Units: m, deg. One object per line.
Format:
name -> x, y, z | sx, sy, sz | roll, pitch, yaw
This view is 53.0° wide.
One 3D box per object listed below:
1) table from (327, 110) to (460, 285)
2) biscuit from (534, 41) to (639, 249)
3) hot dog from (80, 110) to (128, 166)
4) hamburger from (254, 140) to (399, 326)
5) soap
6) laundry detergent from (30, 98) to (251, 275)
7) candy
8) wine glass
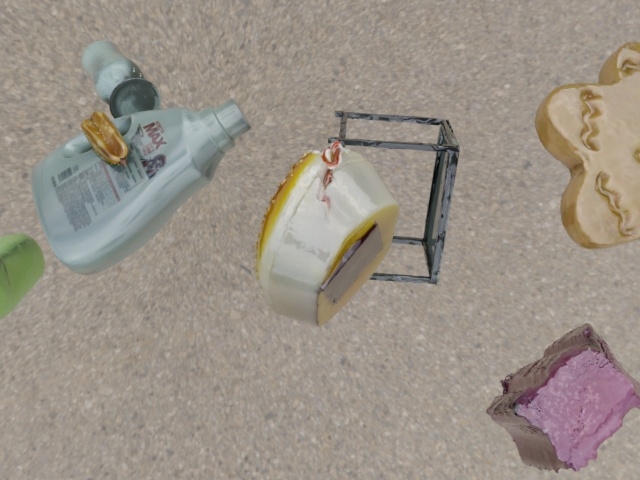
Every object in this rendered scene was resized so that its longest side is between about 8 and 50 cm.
table -> 0.148, -0.100, 1.481 | 0.272, 0.222, 0.335 | 5, 117, 2
biscuit -> 0.412, -0.097, 0.724 | 0.355, 0.052, 0.275 | -4, 77, -17
hot dog -> -0.364, -0.169, 1.093 | 0.056, 0.041, 0.133 | -38, 64, -5
hamburger -> 0.000, 0.000, 0.908 | 0.151, 0.295, 0.227 | 36, 68, 13
soap -> 0.315, 0.208, 0.856 | 0.182, 0.289, 0.112 | -35, 76, -8
laundry detergent -> -0.316, -0.138, 1.157 | 0.398, 0.125, 0.264 | -32, 64, 4
candy -> -0.769, 0.092, 1.519 | 0.132, 0.343, 0.142 | -2, 108, -2
wine glass -> -0.412, -0.325, 1.306 | 0.103, 0.231, 0.103 | -20, 132, -23
